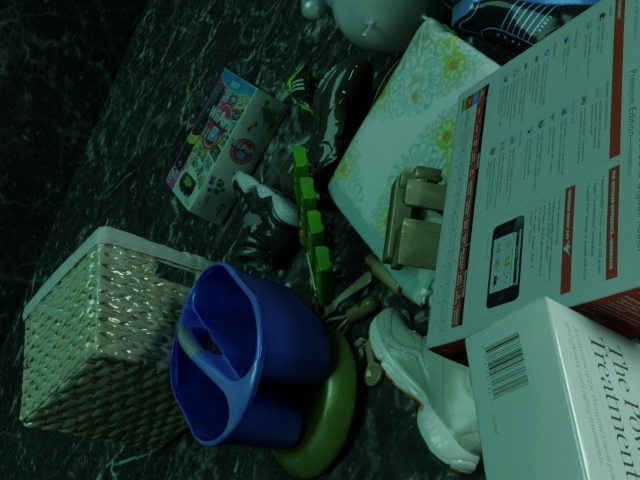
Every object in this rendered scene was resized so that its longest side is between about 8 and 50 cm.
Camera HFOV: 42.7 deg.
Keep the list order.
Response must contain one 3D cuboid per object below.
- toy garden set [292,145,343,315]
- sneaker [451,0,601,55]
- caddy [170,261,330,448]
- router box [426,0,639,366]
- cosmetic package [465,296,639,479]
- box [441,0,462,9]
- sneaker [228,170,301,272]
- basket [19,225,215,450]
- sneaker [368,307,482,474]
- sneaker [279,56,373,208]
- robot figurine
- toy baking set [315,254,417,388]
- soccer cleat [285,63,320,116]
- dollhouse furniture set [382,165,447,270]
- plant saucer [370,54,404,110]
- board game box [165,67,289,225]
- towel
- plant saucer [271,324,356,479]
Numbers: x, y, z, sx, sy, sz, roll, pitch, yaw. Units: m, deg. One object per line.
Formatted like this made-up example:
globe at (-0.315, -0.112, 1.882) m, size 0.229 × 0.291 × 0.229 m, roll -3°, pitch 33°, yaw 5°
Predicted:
toy garden set at (0.000, 0.000, 1.336) m, size 0.203 × 0.049 × 0.244 m, roll 90°, pitch 169°, yaw -55°
sneaker at (0.282, -0.284, 1.118) m, size 0.232 × 0.081 × 0.090 m, roll 6°, pitch 78°, yaw 33°
caddy at (-0.136, 0.177, 1.276) m, size 0.341 × 0.179 × 0.241 m, roll 39°, pitch 109°, yaw 60°
router box at (0.246, -0.059, 0.821) m, size 0.301 × 0.082 × 0.335 m, roll -29°, pitch 44°, yaw 55°
cosmetic package at (0.264, 0.261, 0.633) m, size 0.097 × 0.284 × 0.377 m, roll -35°, pitch 43°, yaw 37°
box at (0.313, -0.641, 1.174) m, size 0.480 × 0.297 × 0.471 m, roll -38°, pitch 43°, yaw 36°
sneaker at (-0.129, -0.033, 1.576) m, size 0.153 × 0.101 × 0.268 m, roll -60°, pitch 35°, yaw 4°
basket at (-0.351, 0.196, 1.545) m, size 0.331 × 0.328 × 0.266 m, roll -40°, pitch 44°, yaw 33°
sneaker at (0.160, 0.165, 1.046) m, size 0.121 × 0.099 × 0.262 m, roll -47°, pitch 43°, yaw 14°
sneaker at (0.035, -0.184, 1.460) m, size 0.130 × 0.109 × 0.286 m, roll 38°, pitch 110°, yaw 51°
robot figurine at (0.107, -0.464, 1.432) m, size 0.300 × 0.199 × 0.353 m, roll -18°, pitch 47°, yaw 8°
toy baking set at (0.061, 0.118, 1.264) m, size 0.196 × 0.030 × 0.256 m, roll -58°, pitch 32°, yaw 11°
soccer cleat at (-0.025, -0.306, 1.654) m, size 0.072 × 0.060 × 0.179 m, roll -52°, pitch 31°, yaw 17°
dollhouse furniture set at (0.156, -0.016, 1.057) m, size 0.151 × 0.123 × 0.144 m, roll 110°, pitch 168°, yaw -77°
plant saucer at (0.159, -0.234, 1.357) m, size 0.199 × 0.036 × 0.198 m, roll -34°, pitch 43°, yaw 39°
board game box at (-0.217, -0.214, 1.839) m, size 0.303 × 0.098 × 0.224 m, roll -59°, pitch 33°, yaw 7°
towel at (0.173, -0.110, 1.171) m, size 0.320 × 0.090 × 0.374 m, roll -57°, pitch 39°, yaw 18°
plant saucer at (-0.028, 0.246, 1.274) m, size 0.241 × 0.037 × 0.240 m, roll -34°, pitch 47°, yaw 47°
